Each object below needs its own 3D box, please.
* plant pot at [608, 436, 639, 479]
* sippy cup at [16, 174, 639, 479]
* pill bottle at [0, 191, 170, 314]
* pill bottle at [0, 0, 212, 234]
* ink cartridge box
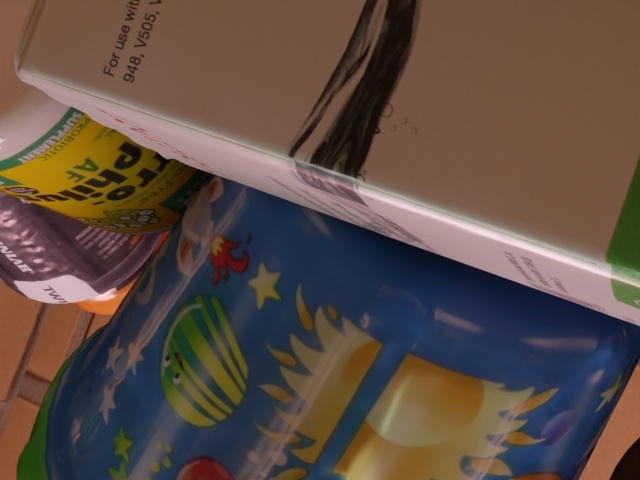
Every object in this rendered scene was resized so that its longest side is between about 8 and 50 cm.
[{"bbox_3d":[0.278,0.143,0.610,0.263,0.263,0.229,22,138,-35],"label":"plant pot"},{"bbox_3d":[0.017,0.053,0.642,0.240,0.224,0.305,6,-136,-25],"label":"sippy cup"},{"bbox_3d":[-0.172,-0.045,0.941,0.130,0.130,0.246,19,160,31],"label":"pill bottle"},{"bbox_3d":[-0.095,-0.067,0.674,0.117,0.118,0.208,19,177,26],"label":"pill bottle"},{"bbox_3d":[0.043,-0.040,0.445,0.208,0.087,0.153,19,178,14],"label":"ink cartridge box"}]
